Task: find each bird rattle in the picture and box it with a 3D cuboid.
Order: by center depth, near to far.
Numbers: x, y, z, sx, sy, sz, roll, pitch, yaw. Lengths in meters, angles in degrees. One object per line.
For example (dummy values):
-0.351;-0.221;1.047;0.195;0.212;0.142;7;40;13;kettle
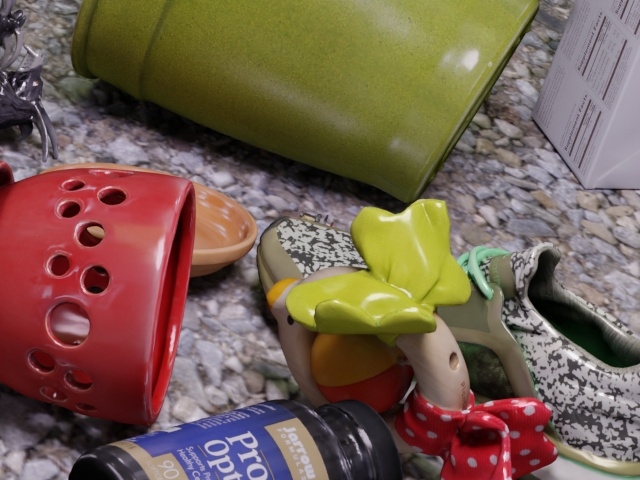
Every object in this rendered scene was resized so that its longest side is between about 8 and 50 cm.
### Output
0.063;0.094;1.257;0.207;0.253;0.143;-2;39;46;bird rattle

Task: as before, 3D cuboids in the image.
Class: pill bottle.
-0.056;0.179;1.138;0.219;0.123;0.123;-12;43;-35;pill bottle

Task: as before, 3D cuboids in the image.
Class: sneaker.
0.137;0.055;1.345;0.410;0.182;0.158;28;35;18;sneaker

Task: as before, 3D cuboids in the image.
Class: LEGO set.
0.002;0.000;1.521;0.054;0.023;0.083;16;20;-4;LEGO set

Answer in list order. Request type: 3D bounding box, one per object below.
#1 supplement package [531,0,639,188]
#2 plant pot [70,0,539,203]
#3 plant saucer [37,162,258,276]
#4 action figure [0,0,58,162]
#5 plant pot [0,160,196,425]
0.378;-0.200;1.746;0.204;0.262;0.145;0;37;-23;supplement package
0.008;-0.224;1.594;0.353;0.366;0.366;32;35;3;plant pot
-0.155;-0.016;1.426;0.200;0.037;0.200;13;19;-5;plant saucer
-0.340;-0.187;1.503;0.275;0.141;0.164;32;15;-2;action figure
-0.193;0.036;1.237;0.174;0.191;0.191;7;34;0;plant pot
